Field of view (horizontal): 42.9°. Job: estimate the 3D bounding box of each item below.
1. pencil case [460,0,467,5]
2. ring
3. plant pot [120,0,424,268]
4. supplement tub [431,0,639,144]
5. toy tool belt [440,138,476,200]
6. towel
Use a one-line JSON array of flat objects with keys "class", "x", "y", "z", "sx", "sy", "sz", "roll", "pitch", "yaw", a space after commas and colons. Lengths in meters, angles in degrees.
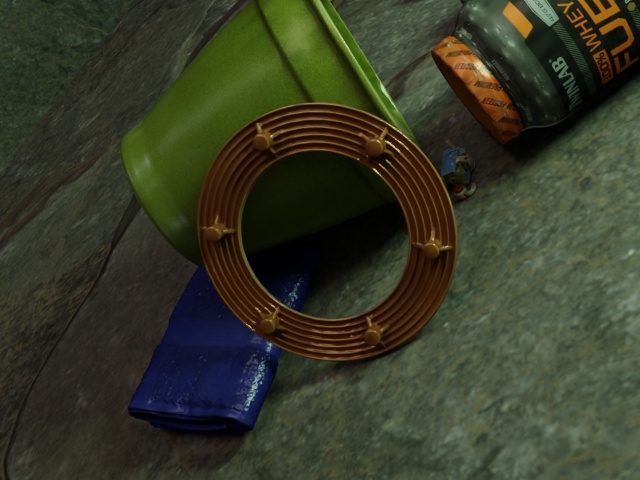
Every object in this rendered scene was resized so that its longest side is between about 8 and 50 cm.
[{"class": "pencil case", "x": 0.331, "y": -0.468, "z": 1.343, "sx": 0.236, "sy": 0.104, "sz": 0.104, "roll": -42, "pitch": 35, "yaw": 3}, {"class": "ring", "x": 0.000, "y": 0.000, "z": 1.005, "sx": 0.336, "sy": 0.337, "sz": 0.032, "roll": -27, "pitch": 8, "yaw": 22}, {"class": "plant pot", "x": -0.078, "y": -0.144, "z": 1.158, "sx": 0.353, "sy": 0.366, "sz": 0.366, "roll": -32, "pitch": 37, "yaw": 11}, {"class": "supplement tub", "x": 0.328, "y": -0.293, "z": 1.073, "sx": 0.338, "sy": 0.207, "sz": 0.207, "roll": -39, "pitch": 36, "yaw": 8}, {"class": "toy tool belt", "x": 0.188, "y": -0.101, "z": 1.144, "sx": 0.052, "sy": 0.051, "sz": 0.083, "roll": -20, "pitch": 42, "yaw": 29}, {"class": "towel", "x": -0.131, "y": 0.139, "z": 1.200, "sx": 0.227, "sy": 0.076, "sz": 0.308, "roll": -2, "pitch": 51, "yaw": 34}]
